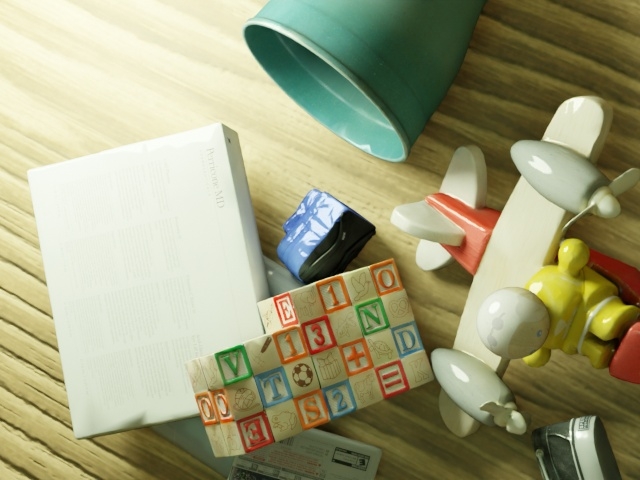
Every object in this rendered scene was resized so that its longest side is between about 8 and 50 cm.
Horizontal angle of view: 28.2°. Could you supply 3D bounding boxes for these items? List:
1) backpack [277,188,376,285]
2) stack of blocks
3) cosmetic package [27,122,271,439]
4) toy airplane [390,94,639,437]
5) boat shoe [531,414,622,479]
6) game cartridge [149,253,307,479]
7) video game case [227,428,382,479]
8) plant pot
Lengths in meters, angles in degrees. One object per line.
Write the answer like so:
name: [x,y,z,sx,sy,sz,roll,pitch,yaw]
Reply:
backpack: [0.000,0.000,1.736,0.101,0.098,0.120,39,96,42]
stack of blocks: [-0.017,0.147,1.624,0.297,0.087,0.171,-17,87,-32]
cosmetic package: [-0.219,0.057,1.727,0.285,0.097,0.377,-13,84,12]
toy airplane: [0.250,0.049,1.578,0.384,0.272,0.386,-18,101,34]
boat shoe: [0.341,0.380,1.618,0.105,0.113,0.306,-16,95,25]
game cartridge: [-0.097,0.180,1.768,0.196,0.060,0.294,30,93,9]
video game case: [-0.031,0.337,1.723,0.190,0.022,0.173,16,96,-2]
plant pot: [0.082,-0.284,1.662,0.272,0.271,0.255,37,80,13]
